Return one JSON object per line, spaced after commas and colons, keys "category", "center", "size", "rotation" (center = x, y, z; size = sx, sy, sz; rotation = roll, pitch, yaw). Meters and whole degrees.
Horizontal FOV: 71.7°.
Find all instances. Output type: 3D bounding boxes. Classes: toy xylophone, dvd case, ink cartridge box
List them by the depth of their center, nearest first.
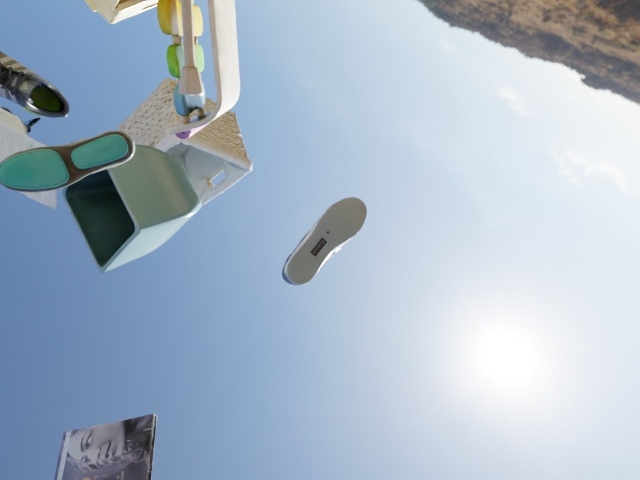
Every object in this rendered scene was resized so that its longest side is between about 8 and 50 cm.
{"category": "toy xylophone", "center": [-0.166, -0.293, 0.564], "size": [0.081, 0.323, 0.236], "rotation": [1, -163, 2]}
{"category": "ink cartridge box", "center": [-0.575, -0.162, 0.853], "size": [0.179, 0.145, 0.045], "rotation": [26, -144, -3]}
{"category": "dvd case", "center": [-0.433, 0.450, 0.881], "size": [0.018, 0.221, 0.165], "rotation": [59, -161, -54]}

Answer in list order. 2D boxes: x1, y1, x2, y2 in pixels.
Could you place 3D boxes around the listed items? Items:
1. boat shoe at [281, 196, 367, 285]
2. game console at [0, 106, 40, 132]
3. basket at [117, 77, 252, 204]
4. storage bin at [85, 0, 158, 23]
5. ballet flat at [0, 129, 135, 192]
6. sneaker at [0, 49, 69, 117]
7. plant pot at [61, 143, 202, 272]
{"category": "boat shoe", "center": [0.000, 0.000, 0.752], "size": [0.065, 0.083, 0.183], "rotation": [45, -104, -6]}
{"category": "game console", "center": [-0.663, -0.241, 0.905], "size": [0.122, 0.107, 0.071], "rotation": [-18, -114, 0]}
{"category": "basket", "center": [-0.477, -0.315, 1.526], "size": [0.331, 0.328, 0.267], "rotation": [13, -126, -54]}
{"category": "storage bin", "center": [-0.389, -0.602, 0.859], "size": [0.260, 0.123, 0.262], "rotation": [54, -131, -20]}
{"category": "ballet flat", "center": [-0.418, -0.130, 0.746], "size": [0.213, 0.068, 0.072], "rotation": [-20, -79, -14]}
{"category": "sneaker", "center": [-0.706, -0.371, 1.000], "size": [0.121, 0.111, 0.300], "rotation": [23, 180, 30]}
{"category": "plant pot", "center": [-0.469, -0.100, 1.169], "size": [0.252, 0.247, 0.247], "rotation": [-20, -101, -52]}
